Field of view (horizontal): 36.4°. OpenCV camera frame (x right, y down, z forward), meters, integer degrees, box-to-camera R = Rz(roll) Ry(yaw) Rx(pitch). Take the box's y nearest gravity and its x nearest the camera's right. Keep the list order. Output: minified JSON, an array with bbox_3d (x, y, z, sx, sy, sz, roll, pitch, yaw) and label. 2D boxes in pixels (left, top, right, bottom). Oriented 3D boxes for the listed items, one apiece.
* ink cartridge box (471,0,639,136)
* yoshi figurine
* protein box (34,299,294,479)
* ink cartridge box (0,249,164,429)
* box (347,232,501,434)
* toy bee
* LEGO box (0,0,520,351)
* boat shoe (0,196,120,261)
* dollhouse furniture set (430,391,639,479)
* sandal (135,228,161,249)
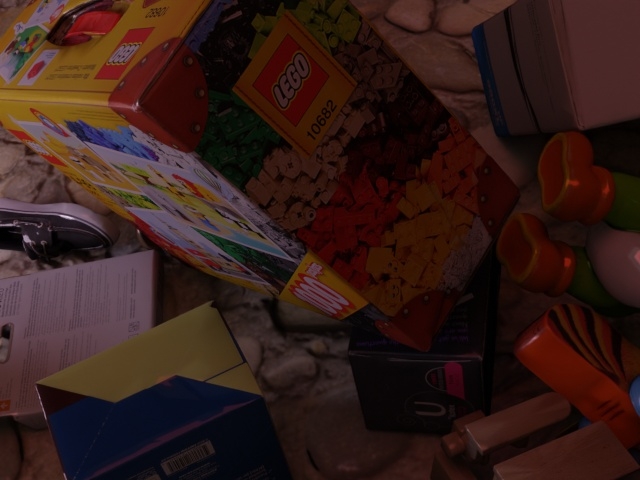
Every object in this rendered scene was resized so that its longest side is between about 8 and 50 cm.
[{"bbox_3d":[0.368,-0.233,1.162,0.285,0.166,0.395,-14,5,0],"label":"ink cartridge box"},{"bbox_3d":[0.381,0.001,1.038,0.362,0.203,0.203,17,78,-10],"label":"yoshi figurine"},{"bbox_3d":[-0.152,0.206,1.009,0.199,0.201,0.136,-25,50,-10],"label":"protein box"},{"bbox_3d":[-0.307,0.124,1.212,0.223,0.045,0.223,-10,49,4],"label":"ink cartridge box"},{"bbox_3d":[0.127,0.063,1.100,0.143,0.165,0.270,2,51,14],"label":"box"},{"bbox_3d":[0.330,0.176,0.995,0.195,0.298,0.162,-23,8,37],"label":"toy bee"},{"bbox_3d":[-0.105,-0.106,1.014,0.500,0.372,0.193,13,67,55],"label":"LEGO box"},{"bbox_3d":[-0.380,-0.007,1.318,0.228,0.080,0.076,10,59,20],"label":"boat shoe"},{"bbox_3d":[0.204,0.230,0.964,0.123,0.151,0.144,-18,48,-19],"label":"dollhouse furniture set"},{"bbox_3d":[-0.170,-0.052,1.313,0.180,0.072,0.049,-30,8,-19],"label":"sandal"}]
